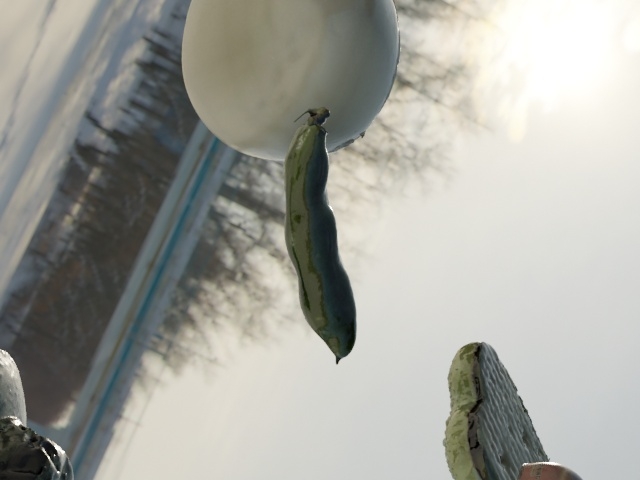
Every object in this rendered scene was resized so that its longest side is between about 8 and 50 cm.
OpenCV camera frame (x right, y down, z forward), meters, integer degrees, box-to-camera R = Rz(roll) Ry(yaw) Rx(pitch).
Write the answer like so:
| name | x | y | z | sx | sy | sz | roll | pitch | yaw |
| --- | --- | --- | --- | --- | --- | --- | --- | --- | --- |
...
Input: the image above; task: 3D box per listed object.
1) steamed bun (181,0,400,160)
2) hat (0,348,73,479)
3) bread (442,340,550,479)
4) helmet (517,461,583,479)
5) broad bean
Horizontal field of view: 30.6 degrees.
| name | x | y | z | sx | sy | sz | roll | pitch | yaw |
| --- | --- | --- | --- | --- | --- | --- | --- | --- | --- |
| steamed bun | -0.055 | -0.266 | 1.562 | 0.324 | 0.206 | 0.324 | -12 | -107 | 45 |
| hat | -0.296 | 0.236 | 1.070 | 0.265 | 0.128 | 0.266 | 15 | 90 | -79 |
| bread | 0.187 | 0.252 | 1.184 | 0.056 | 0.287 | 0.207 | -20 | -168 | 26 |
| helmet | 0.199 | 0.218 | 0.959 | 0.049 | 0.084 | 0.065 | -19 | -157 | 30 |
| broad bean | -0.003 | 0.000 | 1.141 | 0.046 | 0.065 | 0.255 | 5 | -74 | 52 |
